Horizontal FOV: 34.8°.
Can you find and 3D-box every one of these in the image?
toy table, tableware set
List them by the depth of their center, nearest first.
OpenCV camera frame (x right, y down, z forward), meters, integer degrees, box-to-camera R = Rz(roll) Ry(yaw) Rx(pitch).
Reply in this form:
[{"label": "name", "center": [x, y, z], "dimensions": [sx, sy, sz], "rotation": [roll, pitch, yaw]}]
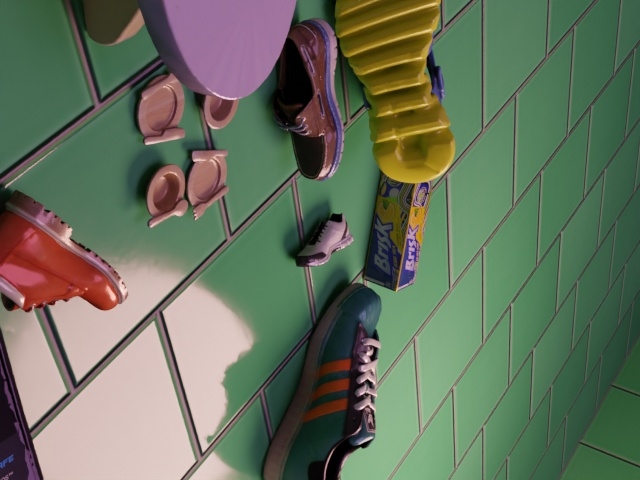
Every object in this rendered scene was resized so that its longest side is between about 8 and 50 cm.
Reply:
[{"label": "toy table", "center": [-0.126, -0.252, 0.764], "dimensions": [0.252, 0.160, 0.274], "rotation": [-26, 128, -52]}, {"label": "tableware set", "center": [-0.129, -0.093, 1.005], "dimensions": [0.141, 0.020, 0.169], "rotation": [-28, 130, -52]}]

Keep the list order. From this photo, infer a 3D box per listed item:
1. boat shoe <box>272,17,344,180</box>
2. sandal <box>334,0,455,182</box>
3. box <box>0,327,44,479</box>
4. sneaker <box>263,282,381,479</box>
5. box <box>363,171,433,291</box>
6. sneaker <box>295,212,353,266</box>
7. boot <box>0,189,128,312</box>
[{"label": "boat shoe", "center": [-0.021, -0.148, 1.124], "dimensions": [0.066, 0.066, 0.183], "rotation": [-28, 121, -45]}, {"label": "sandal", "center": [0.088, -0.232, 1.226], "dimensions": [0.138, 0.126, 0.318], "rotation": [-85, 169, -56]}, {"label": "box", "center": [-0.332, 0.111, 0.638], "dimensions": [0.295, 0.073, 0.294], "rotation": [-30, 115, -52]}, {"label": "sneaker", "center": [0.036, 0.211, 1.373], "dimensions": [0.108, 0.121, 0.302], "rotation": [29, 81, -62]}, {"label": "box", "center": [0.109, -0.019, 1.426], "dimensions": [0.054, 0.059, 0.169], "rotation": [-19, 123, -53]}, {"label": "sneaker", "center": [0.000, 0.000, 1.278], "dimensions": [0.109, 0.040, 0.044], "rotation": [-39, 122, -50]}, {"label": "boot", "center": [-0.230, 0.032, 0.871], "dimensions": [0.085, 0.059, 0.158], "rotation": [-59, 141, -15]}]
